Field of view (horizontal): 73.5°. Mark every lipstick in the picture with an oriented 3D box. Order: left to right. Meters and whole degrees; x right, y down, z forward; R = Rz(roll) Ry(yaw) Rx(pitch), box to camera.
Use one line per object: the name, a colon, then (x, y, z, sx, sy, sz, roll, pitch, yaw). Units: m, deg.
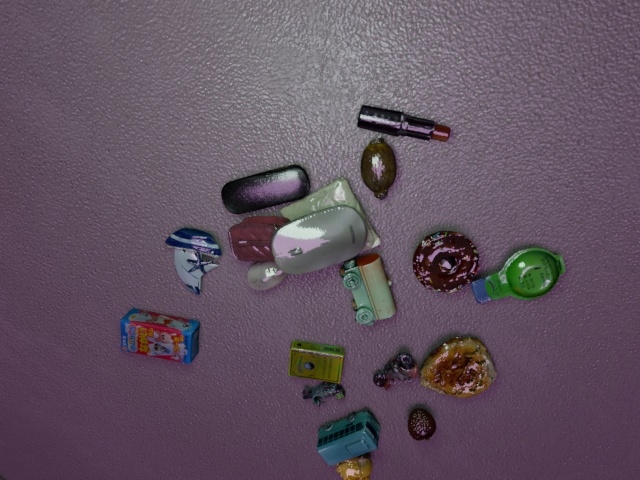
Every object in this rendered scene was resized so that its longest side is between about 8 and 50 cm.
lipstick: (0.265, -0.370, 1.375, 0.299, 0.081, 0.081, 12, 112, 3)

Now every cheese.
cheese: (0.696, 0.133, 1.509, 0.320, 0.083, 0.204, -20, 109, 12)

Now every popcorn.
popcorn: (0.150, 0.990, 1.876, 0.167, 0.148, 0.152, 36, 134, 4)

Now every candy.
candy: (-0.665, 0.397, 1.778, 0.305, 0.100, 0.157, 11, 112, 4)

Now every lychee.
lychee: (0.418, 0.759, 1.767, 0.123, 0.123, 0.129, -2, 83, 8)

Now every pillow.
pillow: (0.034, -0.047, 1.531, 0.274, 0.076, 0.281, -26, 105, 18)

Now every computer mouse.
computer mouse: (0.001, 0.002, 1.427, 0.330, 0.095, 0.197, -20, 106, -8)

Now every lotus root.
lotus root: (0.193, -0.235, 1.420, 0.120, 0.120, 0.210, -4, 108, 9)

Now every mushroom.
mushroom: (-0.166, 0.111, 1.609, 0.225, 0.093, 0.116, -24, 85, 20)

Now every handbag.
handbag: (-0.209, -0.007, 1.527, 0.225, 0.135, 0.146, 2, 111, 21)

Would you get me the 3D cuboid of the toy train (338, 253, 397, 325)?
toy train: (0.180, 0.180, 1.583, 0.177, 0.116, 0.285, -19, 110, 2)

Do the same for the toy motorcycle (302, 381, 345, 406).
toy motorcycle: (0.009, 0.648, 1.809, 0.173, 0.058, 0.100, -24, 112, 13)

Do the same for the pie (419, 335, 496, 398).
pie: (0.542, 0.507, 1.670, 0.308, 0.085, 0.308, 2, 110, 6)

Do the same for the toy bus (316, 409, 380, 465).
toy bus: (0.120, 0.840, 1.820, 0.256, 0.147, 0.128, -29, 106, 17)

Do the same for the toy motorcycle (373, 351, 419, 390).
toy motorcycle: (0.309, 0.534, 1.714, 0.118, 0.084, 0.212, 35, 119, -8)

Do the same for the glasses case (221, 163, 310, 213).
glasses case: (-0.194, -0.178, 1.506, 0.321, 0.082, 0.122, -13, 109, 11)

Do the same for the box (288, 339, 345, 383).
box: (-0.018, 0.496, 1.751, 0.219, 0.064, 0.141, 9, 112, 6)

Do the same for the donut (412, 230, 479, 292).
donut: (0.441, 0.068, 1.514, 0.235, 0.089, 0.235, 3, 110, 7)

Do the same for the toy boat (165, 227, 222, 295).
toy boat: (-0.471, 0.083, 1.654, 0.210, 0.070, 0.292, -8, 113, 15)
